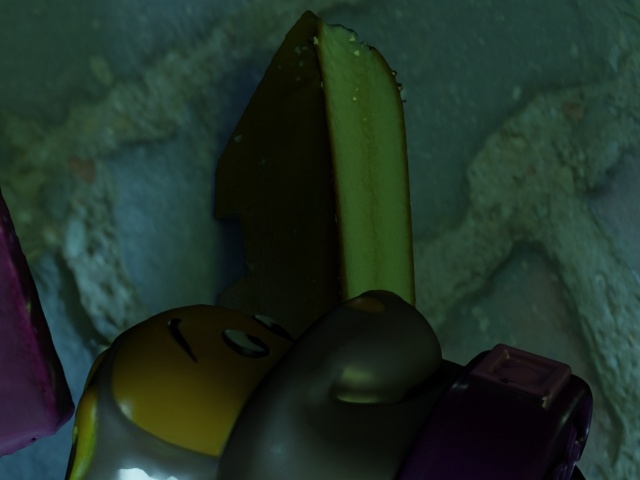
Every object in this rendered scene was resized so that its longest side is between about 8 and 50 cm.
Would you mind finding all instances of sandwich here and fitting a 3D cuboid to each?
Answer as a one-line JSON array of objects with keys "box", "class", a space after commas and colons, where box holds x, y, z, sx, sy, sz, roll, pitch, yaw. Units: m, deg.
[{"box": [0.000, 0.000, 1.110, 0.090, 0.088, 0.244, 16, 63, -47], "class": "sandwich"}]

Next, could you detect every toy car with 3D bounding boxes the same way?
[{"box": [-0.010, 0.188, 0.936, 0.271, 0.240, 0.340, -27, 131, -71], "class": "toy car"}]

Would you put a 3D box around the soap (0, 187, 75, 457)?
[{"box": [-0.259, -0.029, 0.864, 0.220, 0.127, 0.324, -20, 90, -45], "class": "soap"}]
